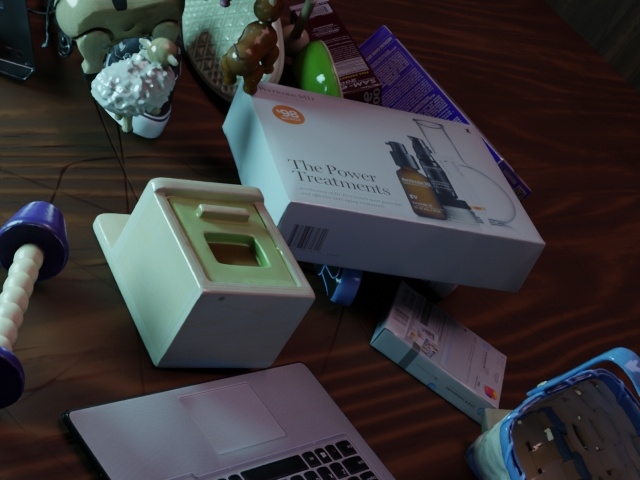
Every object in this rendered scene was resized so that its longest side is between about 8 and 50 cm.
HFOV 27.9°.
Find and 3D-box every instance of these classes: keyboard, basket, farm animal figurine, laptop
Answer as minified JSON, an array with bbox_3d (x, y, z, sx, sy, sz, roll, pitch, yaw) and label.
[{"bbox_3d":[-0.422,-0.312,1.742,0.201,0.033,0.317,14,36,-28],"label":"keyboard"},{"bbox_3d":[0.306,0.255,1.410,0.201,0.289,0.254,-24,87,-26],"label":"basket"},{"bbox_3d":[-0.211,-0.333,1.687,0.327,0.172,0.330,-26,60,-26],"label":"farm animal figurine"},{"bbox_3d":[0.043,0.224,1.249,0.408,0.236,0.382,50,28,23],"label":"laptop"}]

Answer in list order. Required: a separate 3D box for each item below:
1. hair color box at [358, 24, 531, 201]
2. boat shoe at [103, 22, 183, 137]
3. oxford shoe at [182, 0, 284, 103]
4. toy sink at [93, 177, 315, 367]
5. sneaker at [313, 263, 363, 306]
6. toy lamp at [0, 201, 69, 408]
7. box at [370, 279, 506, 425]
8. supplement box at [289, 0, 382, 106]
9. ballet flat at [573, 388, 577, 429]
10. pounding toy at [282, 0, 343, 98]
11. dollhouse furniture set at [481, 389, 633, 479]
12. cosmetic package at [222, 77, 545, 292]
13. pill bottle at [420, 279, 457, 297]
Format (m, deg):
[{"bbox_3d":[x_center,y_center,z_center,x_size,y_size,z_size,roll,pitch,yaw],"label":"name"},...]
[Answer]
[{"bbox_3d":[0.196,-0.192,2.179,0.339,0.110,0.185,54,10,26],"label":"hair color box"},{"bbox_3d":[-0.239,-0.254,1.795,0.108,0.102,0.301,28,28,-20],"label":"boat shoe"},{"bbox_3d":[-0.147,-0.368,2.046,0.130,0.169,0.449,39,17,-48],"label":"oxford shoe"},{"bbox_3d":[-0.134,0.016,1.451,0.153,0.131,0.234,5,40,-37],"label":"toy sink"},{"bbox_3d":[0.000,0.000,1.735,0.090,0.081,0.232,14,33,-16],"label":"sneaker"},{"bbox_3d":[-0.301,0.052,1.272,0.080,0.080,0.274,30,29,-16],"label":"toy lamp"},{"bbox_3d":[0.162,0.148,1.736,0.186,0.038,0.145,35,27,-5],"label":"box"},{"bbox_3d":[0.023,-0.273,2.108,0.073,0.130,0.239,-16,50,-13],"label":"supplement box"},{"bbox_3d":[0.369,0.238,1.838,0.057,0.049,0.173,49,28,18],"label":"ballet flat"},{"bbox_3d":[-0.041,-0.234,1.982,0.110,0.183,0.236,-13,81,-10],"label":"pounding toy"},{"bbox_3d":[0.293,0.275,1.647,0.184,0.129,0.129,4,31,-1],"label":"dollhouse furniture set"},{"bbox_3d":[0.080,-0.075,1.737,0.377,0.097,0.284,9,34,-25],"label":"cosmetic package"},{"bbox_3d":[0.145,-0.016,1.893,0.193,0.108,0.108,43,27,9],"label":"pill bottle"}]
